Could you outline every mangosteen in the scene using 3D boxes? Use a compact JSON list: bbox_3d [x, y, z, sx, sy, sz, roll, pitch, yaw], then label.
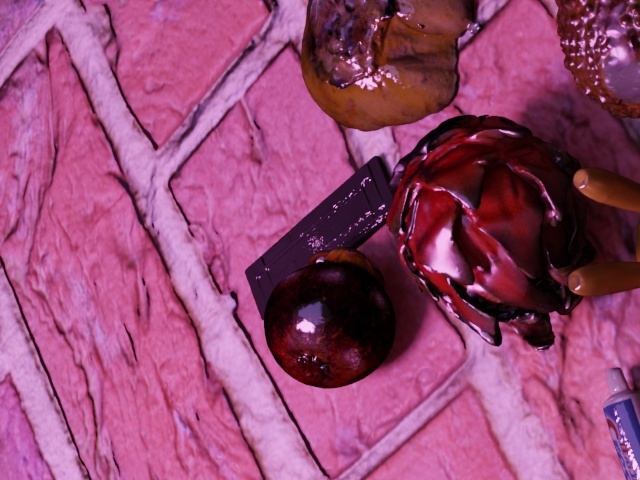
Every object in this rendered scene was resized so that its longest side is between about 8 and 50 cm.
[{"bbox_3d":[0.013,0.064,1.803,0.140,0.140,0.140,-6,82,44],"label":"mangosteen"}]

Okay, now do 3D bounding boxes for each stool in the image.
[{"bbox_3d":[0.268,-0.004,1.556,0.135,0.110,0.134,-52,54,29],"label":"stool"}]

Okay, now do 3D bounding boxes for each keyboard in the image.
[{"bbox_3d":[0.000,0.000,1.884,0.204,0.013,0.061,-41,59,34],"label":"keyboard"}]

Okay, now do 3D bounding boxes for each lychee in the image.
[{"bbox_3d":[0.262,-0.180,1.556,0.171,0.171,0.171,-6,82,44],"label":"lychee"}]

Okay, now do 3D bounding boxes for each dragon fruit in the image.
[{"bbox_3d":[0.142,-0.016,1.638,0.189,0.182,0.182,23,102,42],"label":"dragon fruit"}]

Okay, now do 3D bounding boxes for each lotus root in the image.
[{"bbox_3d":[0.047,-0.196,1.817,0.203,0.078,0.183,-19,73,40],"label":"lotus root"}]

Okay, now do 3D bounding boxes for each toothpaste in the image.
[{"bbox_3d":[0.267,0.194,1.591,0.057,0.035,0.197,-42,59,52],"label":"toothpaste"}]
